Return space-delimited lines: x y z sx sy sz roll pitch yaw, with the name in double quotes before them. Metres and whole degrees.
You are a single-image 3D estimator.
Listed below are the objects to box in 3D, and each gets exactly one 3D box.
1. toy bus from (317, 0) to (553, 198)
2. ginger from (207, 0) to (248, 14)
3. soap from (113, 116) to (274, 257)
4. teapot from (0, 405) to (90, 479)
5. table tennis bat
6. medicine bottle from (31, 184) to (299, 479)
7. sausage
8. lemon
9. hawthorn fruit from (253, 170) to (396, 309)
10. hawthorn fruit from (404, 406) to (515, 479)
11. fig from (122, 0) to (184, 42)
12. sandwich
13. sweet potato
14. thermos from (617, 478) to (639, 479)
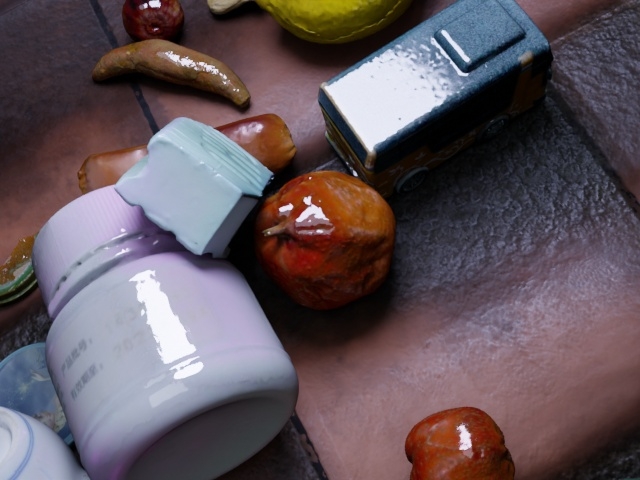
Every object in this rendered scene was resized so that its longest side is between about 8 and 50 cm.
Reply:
"toy bus" 0.144 -0.184 0.956 0.275 0.167 0.139 -31 69 -3
"ginger" -0.068 -0.453 1.131 0.131 0.086 0.294 38 84 21
"soap" -0.132 -0.068 0.876 0.145 0.230 0.091 38 102 -11
"teapot" -0.379 0.332 0.833 0.423 0.280 0.252 -6 29 -12
"table tennis bat" -0.393 0.229 0.969 0.237 0.038 0.149 -36 74 -7
"medicine bottle" -0.188 0.107 0.868 0.241 0.241 0.302 -32 60 -3
"sausage" -0.178 -0.101 1.024 0.300 0.083 0.089 -12 108 7
"lemon" 0.031 -0.371 1.020 0.260 0.204 0.204 -23 69 5
"hawthorn fruit" 0.009 -0.001 0.909 0.173 0.179 0.174 -1 69 2
"hawthorn fruit" 0.151 0.242 0.835 0.128 0.128 0.128 -3 71 8
"fig" -0.249 -0.343 1.128 0.088 0.089 0.125 -19 44 2
"sandwich" -0.411 0.038 1.040 0.067 0.029 0.135 35 79 18
"sweet potato" -0.217 -0.247 1.090 0.255 0.078 0.058 11 37 12
"thermos" 0.381 0.289 0.811 0.187 0.083 0.073 -4 49 9
